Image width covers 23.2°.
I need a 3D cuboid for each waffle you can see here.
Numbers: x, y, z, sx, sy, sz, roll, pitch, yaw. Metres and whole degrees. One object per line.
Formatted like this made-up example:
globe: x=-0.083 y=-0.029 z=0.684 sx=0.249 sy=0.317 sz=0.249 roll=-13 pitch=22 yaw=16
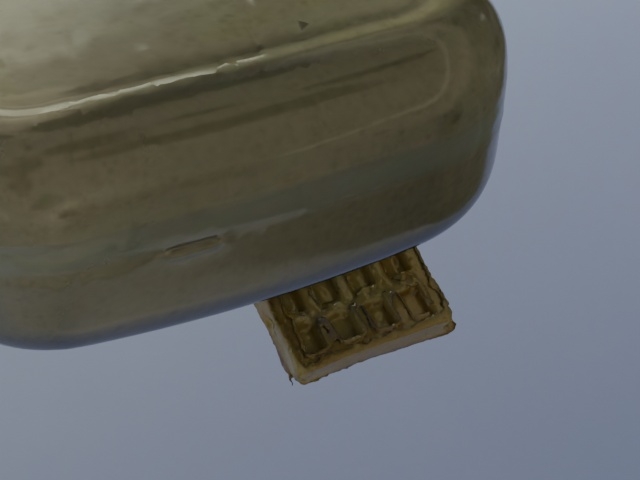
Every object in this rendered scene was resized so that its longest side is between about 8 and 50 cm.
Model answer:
waffle: x=0.000 y=0.000 z=0.768 sx=0.092 sy=0.021 sz=0.135 roll=-18 pitch=-115 yaw=-17

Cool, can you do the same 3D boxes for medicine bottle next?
medicine bottle: x=-0.096 y=-0.117 z=0.691 sx=0.282 sy=0.123 sz=0.375 roll=-17 pitch=-136 yaw=-17
